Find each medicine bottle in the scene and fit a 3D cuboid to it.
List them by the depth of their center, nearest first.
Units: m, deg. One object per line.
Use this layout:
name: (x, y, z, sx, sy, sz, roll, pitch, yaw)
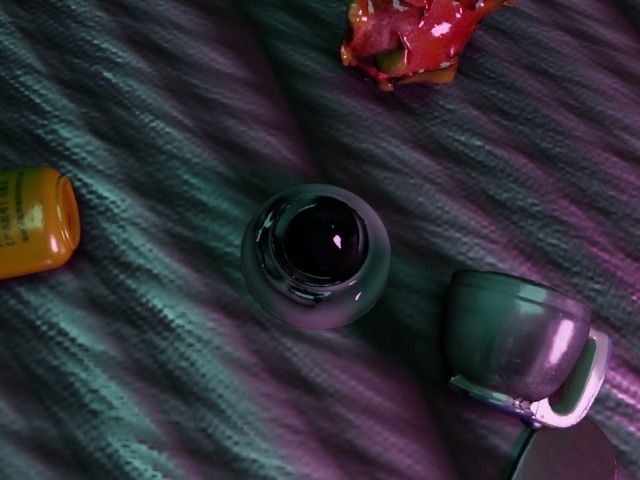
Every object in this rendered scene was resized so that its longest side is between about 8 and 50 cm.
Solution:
medicine bottle: (-0.337, 0.002, 0.403, 0.261, 0.064, 0.094, -12, 70, -10)

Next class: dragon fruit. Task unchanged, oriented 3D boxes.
dragon fruit: (0.109, -0.233, 0.508, 0.208, 0.133, 0.150, -19, 68, -9)

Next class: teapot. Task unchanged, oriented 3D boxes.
teapot: (0.159, 0.091, 0.416, 0.111, 0.149, 0.108, 12, 79, 45)

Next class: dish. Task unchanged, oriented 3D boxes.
dish: (0.000, 0.000, 0.433, 0.141, 0.078, 0.141, 2, 68, -5)

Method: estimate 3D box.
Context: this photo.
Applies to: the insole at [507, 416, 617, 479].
insole: (0.146, 0.279, 0.375, 0.111, 0.007, 0.327, 31, 68, 5)
